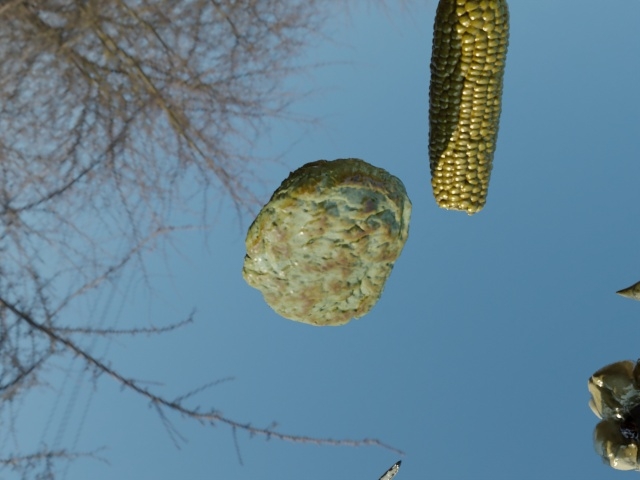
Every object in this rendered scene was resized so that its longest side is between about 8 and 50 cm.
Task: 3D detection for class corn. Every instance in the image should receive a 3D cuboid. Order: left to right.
[{"bbox_3d":[0.188,-0.189,1.075,0.101,0.310,0.101,0,-157,0],"label":"corn"}]

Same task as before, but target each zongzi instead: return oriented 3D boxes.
[{"bbox_3d":[0.617,0.085,1.607,0.083,0.076,0.040,15,-131,26],"label":"zongzi"}]

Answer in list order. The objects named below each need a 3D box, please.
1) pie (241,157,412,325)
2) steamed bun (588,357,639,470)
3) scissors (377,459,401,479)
[{"bbox_3d":[0.000,0.000,1.034,0.090,0.201,0.248,-106,-150,-49],"label":"pie"},{"bbox_3d":[0.462,0.249,1.207,0.192,0.106,0.178,-8,-105,51],"label":"steamed bun"},{"bbox_3d":[0.063,0.492,1.488,0.300,0.109,0.022,-56,-167,26],"label":"scissors"}]
